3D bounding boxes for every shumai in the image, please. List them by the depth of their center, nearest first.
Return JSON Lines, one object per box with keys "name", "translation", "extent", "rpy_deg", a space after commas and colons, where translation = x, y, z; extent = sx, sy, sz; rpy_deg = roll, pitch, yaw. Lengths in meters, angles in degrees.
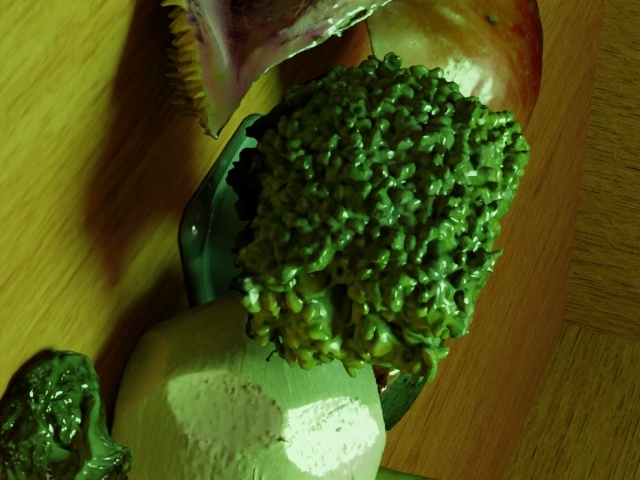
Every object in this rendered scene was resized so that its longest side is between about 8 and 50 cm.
{"name": "shumai", "translation": [-0.175, 0.145, 0.992], "extent": [0.099, 0.087, 0.124], "rpy_deg": [15, 89, -71]}

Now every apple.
{"name": "apple", "translation": [0.129, -0.199, 1.321], "extent": [0.251, 0.163, 0.293], "rpy_deg": [66, 12, -59]}

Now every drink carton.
{"name": "drink carton", "translation": [0.000, 0.000, 1.255], "extent": [0.185, 0.189, 0.191], "rpy_deg": [80, 29, -43]}

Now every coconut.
{"name": "coconut", "translation": [-0.055, 0.150, 1.145], "extent": [0.227, 0.227, 0.230], "rpy_deg": [-31, 139, -65]}

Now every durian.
{"name": "durian", "translation": [-0.026, -0.213, 1.049], "extent": [0.260, 0.153, 0.187], "rpy_deg": [-24, 109, -23]}

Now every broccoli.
{"name": "broccoli", "translation": [0.069, 0.004, 1.019], "extent": [0.242, 0.180, 0.273], "rpy_deg": [-56, 138, -19]}

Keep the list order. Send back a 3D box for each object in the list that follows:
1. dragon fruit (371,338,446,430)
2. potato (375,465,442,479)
{"name": "dragon fruit", "translation": [0.046, 0.091, 1.424], "extent": [0.268, 0.130, 0.295], "rpy_deg": [-50, -165, 40]}
{"name": "potato", "translation": [0.080, 0.373, 1.337], "extent": [0.397, 0.296, 0.290], "rpy_deg": [-27, -135, 65]}
